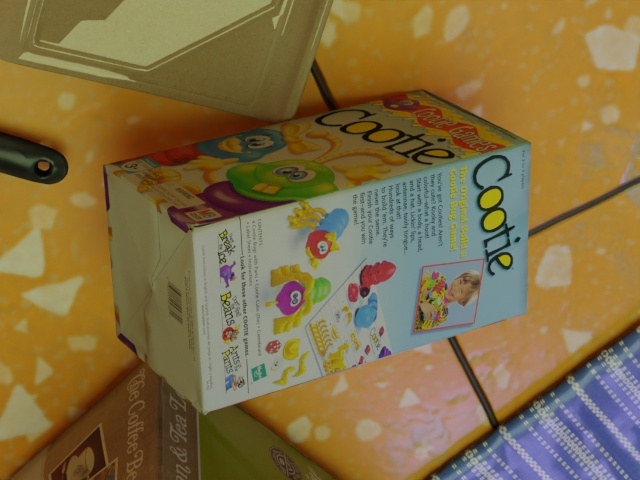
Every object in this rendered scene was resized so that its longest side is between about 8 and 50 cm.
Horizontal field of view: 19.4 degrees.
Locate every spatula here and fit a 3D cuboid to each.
[{"bbox_3d":[-0.329,-0.090,1.369,0.296,0.030,0.084,14,111,-16],"label":"spatula"}]

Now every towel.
[{"bbox_3d":[0.248,0.226,1.628,0.336,0.040,0.243,-38,116,10],"label":"towel"}]

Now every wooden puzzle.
[{"bbox_3d":[-0.105,-0.210,1.345,0.239,0.044,0.221,14,114,-12],"label":"wooden puzzle"}]

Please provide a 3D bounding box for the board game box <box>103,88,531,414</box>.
[{"bbox_3d":[0.000,0.000,1.357,0.275,0.142,0.144,-15,118,-27],"label":"board game box"}]

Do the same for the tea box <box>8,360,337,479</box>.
[{"bbox_3d":[-0.082,0.319,1.442,0.220,0.329,0.323,-40,115,19],"label":"tea box"}]
